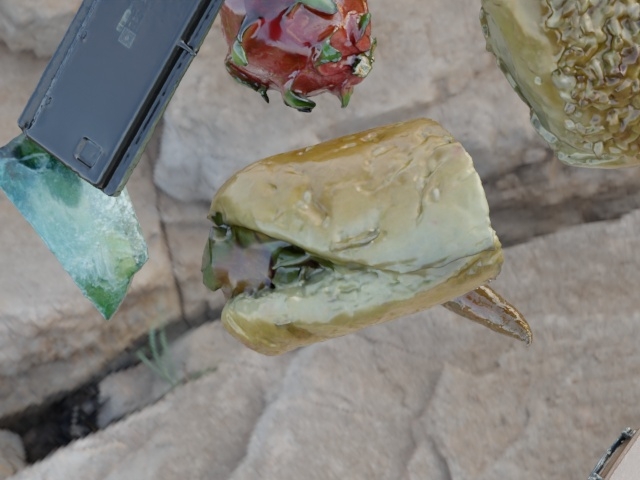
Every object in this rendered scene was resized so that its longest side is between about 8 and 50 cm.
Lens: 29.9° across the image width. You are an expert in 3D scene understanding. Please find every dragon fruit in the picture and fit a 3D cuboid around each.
[{"bbox_3d":[-0.045,-0.212,1.049,0.135,0.137,0.236,-36,75,-8],"label":"dragon fruit"}]

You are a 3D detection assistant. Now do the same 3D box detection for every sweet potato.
[{"bbox_3d":[0.168,0.055,1.616,0.072,0.066,0.314,-50,55,5],"label":"sweet potato"}]

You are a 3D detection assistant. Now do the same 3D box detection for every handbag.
[{"bbox_3d":[0.429,0.330,1.563,0.151,0.072,0.193,37,59,9],"label":"handbag"}]

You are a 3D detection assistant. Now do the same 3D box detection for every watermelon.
[{"bbox_3d":[-0.199,-0.022,0.974,0.094,0.154,0.241,-31,11,-13],"label":"watermelon"}]

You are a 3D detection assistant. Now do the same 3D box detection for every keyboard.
[{"bbox_3d":[-0.114,-0.144,0.787,0.094,0.025,0.230,36,104,15],"label":"keyboard"}]

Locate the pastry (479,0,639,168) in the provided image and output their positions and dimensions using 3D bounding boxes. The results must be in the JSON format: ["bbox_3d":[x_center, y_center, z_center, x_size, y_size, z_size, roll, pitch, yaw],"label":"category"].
[{"bbox_3d":[0.384,-0.276,1.418,0.409,0.409,0.245,-39,25,-10],"label":"pastry"}]

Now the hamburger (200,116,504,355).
[{"bbox_3d":[-0.002,0.003,0.994,0.209,0.330,0.162,-14,91,-16],"label":"hamburger"}]
